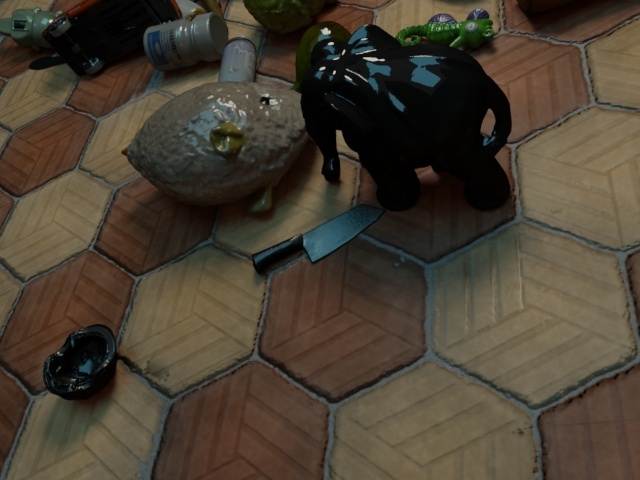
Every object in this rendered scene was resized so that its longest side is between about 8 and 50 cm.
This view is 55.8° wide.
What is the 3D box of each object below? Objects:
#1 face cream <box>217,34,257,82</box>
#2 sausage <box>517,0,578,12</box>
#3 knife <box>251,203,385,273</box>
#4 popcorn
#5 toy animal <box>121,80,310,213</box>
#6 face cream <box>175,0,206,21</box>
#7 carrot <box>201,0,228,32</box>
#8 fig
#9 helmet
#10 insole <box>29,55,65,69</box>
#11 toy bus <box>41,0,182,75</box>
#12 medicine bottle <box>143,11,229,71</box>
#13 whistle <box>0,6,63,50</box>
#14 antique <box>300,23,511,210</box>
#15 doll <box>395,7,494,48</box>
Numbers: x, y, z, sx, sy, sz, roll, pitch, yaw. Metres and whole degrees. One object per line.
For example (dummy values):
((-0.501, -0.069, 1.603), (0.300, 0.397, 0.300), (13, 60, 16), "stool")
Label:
((-0.173, -0.341, 1.249), (0.075, 0.075, 0.229), (-10, 53, 15), "face cream")
((0.498, -0.503, 1.073), (0.304, 0.121, 0.121), (-17, 51, 10), "sausage")
((0.000, 0.000, 0.969), (0.230, 0.028, 0.060), (-27, 62, -3), "knife")
((-0.064, -0.540, 1.304), (0.212, 0.198, 0.198), (-25, 45, -32), "popcorn")
((-0.186, -0.166, 1.055), (0.358, 0.188, 0.226), (-11, 47, 14), "toy animal")
((-0.337, -0.561, 1.490), (0.072, 0.051, 0.182), (-43, 51, -9), "face cream")
((-0.264, -0.574, 1.479), (0.049, 0.049, 0.254), (-27, 56, 1), "carrot")
((-0.033, -0.317, 1.157), (0.236, 0.124, 0.124), (-37, 50, 6), "fig")
((-0.359, 0.195, 0.933), (0.123, 0.070, 0.098), (-40, 57, -19), "helmet")
((-0.717, -0.478, 1.611), (0.152, 0.002, 0.053), (-5, 54, 19), "insole")
((-0.490, -0.534, 1.455), (0.329, 0.143, 0.153), (-19, 43, 20), "toy bus")
((-0.301, -0.443, 1.356), (0.168, 0.105, 0.105), (-7, 54, 17), "medicine bottle")
((-0.777, -0.572, 1.641), (0.253, 0.106, 0.102), (9, 69, 20), "whistle")
((0.121, -0.182, 0.905), (0.322, 0.255, 0.185), (4, 59, 27), "antique")
((0.234, -0.389, 1.141), (0.190, 0.050, 0.115), (10, 53, 29), "doll")
